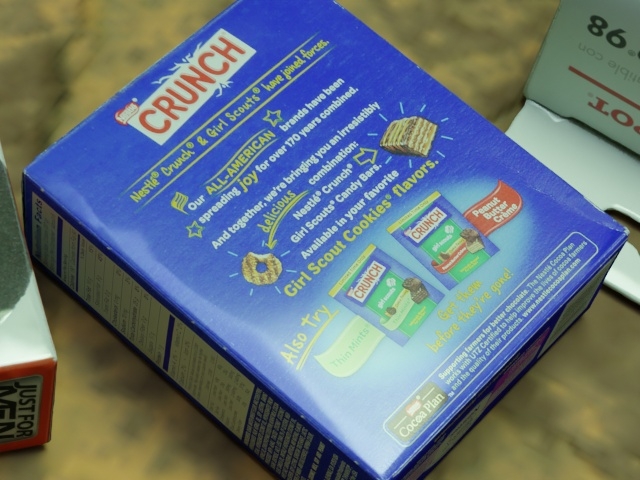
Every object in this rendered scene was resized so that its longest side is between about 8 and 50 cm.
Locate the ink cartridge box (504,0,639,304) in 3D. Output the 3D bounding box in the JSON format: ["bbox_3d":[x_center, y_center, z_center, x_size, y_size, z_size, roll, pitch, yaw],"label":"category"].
[{"bbox_3d":[0.126,-0.062,0.492,0.104,0.060,0.180,30,58,9],"label":"ink cartridge box"}]

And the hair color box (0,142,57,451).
[{"bbox_3d":[-0.133,0.018,0.403,0.141,0.043,0.072,-10,60,-18],"label":"hair color box"}]

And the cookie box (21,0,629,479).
[{"bbox_3d":[0.000,0.000,0.441,0.107,0.040,0.092,40,60,14],"label":"cookie box"}]
